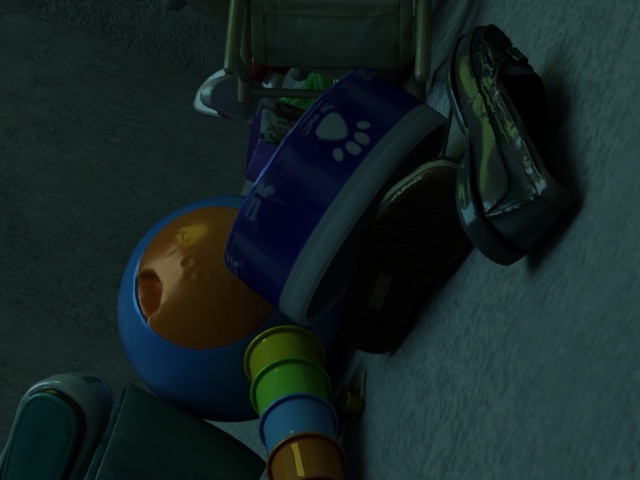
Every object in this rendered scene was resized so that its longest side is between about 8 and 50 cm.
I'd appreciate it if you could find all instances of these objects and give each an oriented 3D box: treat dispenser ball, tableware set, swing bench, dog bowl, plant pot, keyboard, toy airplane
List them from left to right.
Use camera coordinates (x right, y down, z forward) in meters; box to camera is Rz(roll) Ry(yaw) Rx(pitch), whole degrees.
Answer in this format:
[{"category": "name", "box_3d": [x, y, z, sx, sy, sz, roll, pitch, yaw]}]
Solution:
[{"category": "plant pot", "box_3d": [-0.172, 0.346, 1.253, 0.293, 0.235, 0.293, -158, 90, -82]}, {"category": "treat dispenser ball", "box_3d": [-0.112, 0.086, 1.351, 0.288, 0.288, 0.288, -158, 90, -81]}, {"category": "toy airplane", "box_3d": [-0.087, -0.356, 1.609, 0.384, 0.272, 0.386, -31, -36, -27]}, {"category": "tableware set", "box_3d": [0.008, 0.220, 1.172, 0.104, 0.024, 0.154, -83, 18, -57]}, {"category": "swing bench", "box_3d": [0.016, -0.311, 1.353, 0.165, 0.253, 0.255, 72, -160, -83]}, {"category": "dog bowl", "box_3d": [0.019, -0.045, 1.114, 0.265, 0.104, 0.265, -52, -10, -14]}, {"category": "keyboard", "box_3d": [0.140, -0.141, 1.290, 0.072, 0.014, 0.256, 123, 165, -51]}]

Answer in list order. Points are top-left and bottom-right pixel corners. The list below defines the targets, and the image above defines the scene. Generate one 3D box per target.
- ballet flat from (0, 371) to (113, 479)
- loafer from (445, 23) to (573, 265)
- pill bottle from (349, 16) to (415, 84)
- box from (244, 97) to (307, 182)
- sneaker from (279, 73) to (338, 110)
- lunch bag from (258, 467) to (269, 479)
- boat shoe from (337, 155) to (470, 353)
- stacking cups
[{"category": "ballet flat", "box_3d": [-0.356, 0.326, 1.301, 0.400, 0.139, 0.139, -61, 11, 18]}, {"category": "loafer", "box_3d": [0.164, -0.096, 0.877, 0.084, 0.096, 0.267, -36, 34, 35]}, {"category": "pill bottle", "box_3d": [0.097, -0.283, 1.648, 0.152, 0.086, 0.086, 128, 162, -59]}, {"category": "box", "box_3d": [0.006, -0.106, 1.393, 0.293, 0.201, 0.057, -95, 26, -72]}, {"category": "sneaker", "box_3d": [-0.046, -0.251, 2.277, 0.109, 0.123, 0.296, 149, 142, -74]}, {"category": "lunch bag", "box_3d": [-0.032, 0.280, 1.135, 0.083, 0.053, 0.071, 57, 136, 31]}, {"category": "boat shoe", "box_3d": [0.083, 0.000, 1.050, 0.257, 0.095, 0.095, -60, 6, 43]}, {"category": "stacking cups", "box_3d": [-0.026, 0.208, 1.078, 0.316, 0.096, 0.096, -102, 34, -62]}]
